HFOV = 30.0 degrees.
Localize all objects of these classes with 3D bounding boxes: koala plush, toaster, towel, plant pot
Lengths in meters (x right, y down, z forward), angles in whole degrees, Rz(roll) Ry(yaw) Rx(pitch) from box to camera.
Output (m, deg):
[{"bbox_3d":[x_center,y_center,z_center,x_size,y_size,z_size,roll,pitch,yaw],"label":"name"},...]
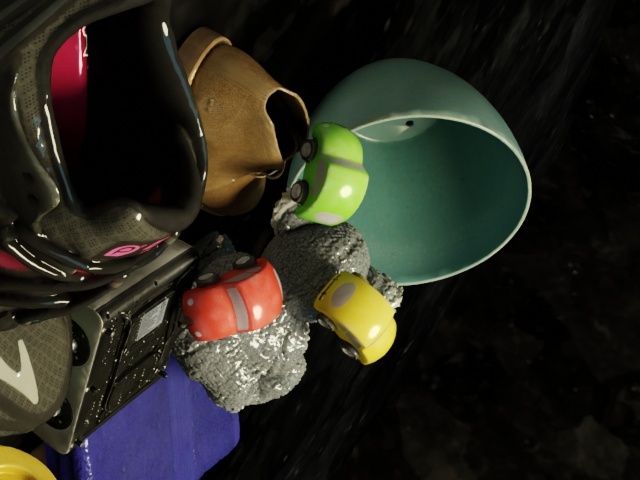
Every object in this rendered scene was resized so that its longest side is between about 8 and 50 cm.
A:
[{"bbox_3d":[-0.040,0.056,1.239,0.221,0.196,0.203,-32,180,10],"label":"koala plush"},{"bbox_3d":[-0.198,0.072,1.085,0.186,0.110,0.168,-38,155,-54],"label":"toaster"},{"bbox_3d":[-0.198,0.192,1.326,0.308,0.076,0.227,-33,124,-59],"label":"towel"},{"bbox_3d":[0.098,-0.110,1.472,0.290,0.290,0.195,105,-15,-46],"label":"plant pot"}]

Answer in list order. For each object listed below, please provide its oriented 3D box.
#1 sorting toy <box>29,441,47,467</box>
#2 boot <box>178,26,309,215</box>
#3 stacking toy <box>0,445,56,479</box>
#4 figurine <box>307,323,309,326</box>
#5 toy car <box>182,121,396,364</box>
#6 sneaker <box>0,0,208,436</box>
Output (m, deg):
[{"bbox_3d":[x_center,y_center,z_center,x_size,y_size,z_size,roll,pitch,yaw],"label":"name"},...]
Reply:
[{"bbox_3d":[-0.280,0.279,1.360,0.193,0.038,0.208,-38,154,-54],"label":"sorting toy"},{"bbox_3d":[-0.074,-0.086,1.183,0.112,0.115,0.305,-58,168,-18],"label":"boot"},{"bbox_3d":[-0.298,0.363,1.032,0.309,0.279,0.130,-41,168,-53],"label":"stacking toy"},{"bbox_3d":[-0.027,0.099,1.761,0.215,0.092,0.209,-54,168,-17],"label":"figurine"},{"bbox_3d":[0.000,0.000,1.117,0.239,0.053,0.225,13,89,-35],"label":"toy car"},{"bbox_3d":[-0.186,-0.019,0.768,0.185,0.202,0.483,-43,158,-45],"label":"sneaker"}]
